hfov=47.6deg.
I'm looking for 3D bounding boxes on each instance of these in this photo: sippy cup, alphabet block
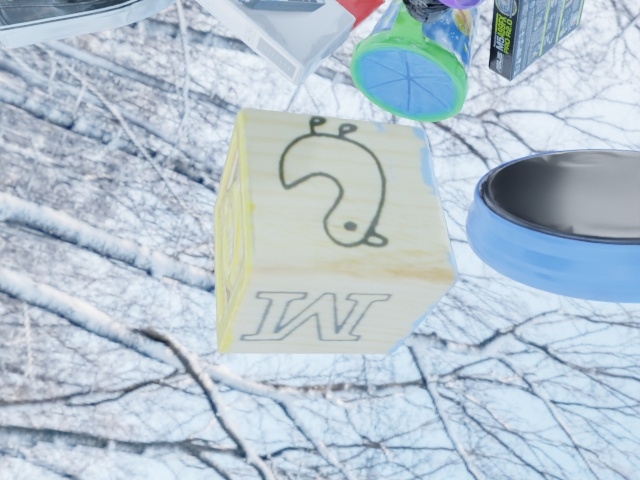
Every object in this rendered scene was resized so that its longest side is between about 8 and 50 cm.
[{"bbox_3d":[0.203,-0.389,1.414,0.305,0.240,0.224,-23,-139,63],"label":"sippy cup"},{"bbox_3d":[0.000,0.000,0.749,0.193,0.197,0.192,116,-28,-53],"label":"alphabet block"}]

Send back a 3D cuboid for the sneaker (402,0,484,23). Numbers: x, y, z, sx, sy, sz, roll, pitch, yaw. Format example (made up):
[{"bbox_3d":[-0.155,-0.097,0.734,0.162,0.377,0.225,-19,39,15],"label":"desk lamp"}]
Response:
[{"bbox_3d":[0.171,-0.368,1.029,0.293,0.102,0.146,-102,-169,-48],"label":"sneaker"}]

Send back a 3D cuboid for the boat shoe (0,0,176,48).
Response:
[{"bbox_3d":[-0.417,-0.437,1.290,0.121,0.335,0.119,-133,-153,-57],"label":"boat shoe"}]

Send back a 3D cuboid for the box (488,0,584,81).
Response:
[{"bbox_3d":[0.411,-0.458,1.339,0.216,0.270,0.060,-40,-120,-16],"label":"box"}]

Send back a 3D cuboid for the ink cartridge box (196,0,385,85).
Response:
[{"bbox_3d":[-0.065,-0.433,1.178,0.261,0.296,0.066,-48,178,-25],"label":"ink cartridge box"}]

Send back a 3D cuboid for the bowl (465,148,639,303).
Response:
[{"bbox_3d":[0.405,-0.040,1.028,0.391,0.391,0.077,-138,-142,-57],"label":"bowl"}]
